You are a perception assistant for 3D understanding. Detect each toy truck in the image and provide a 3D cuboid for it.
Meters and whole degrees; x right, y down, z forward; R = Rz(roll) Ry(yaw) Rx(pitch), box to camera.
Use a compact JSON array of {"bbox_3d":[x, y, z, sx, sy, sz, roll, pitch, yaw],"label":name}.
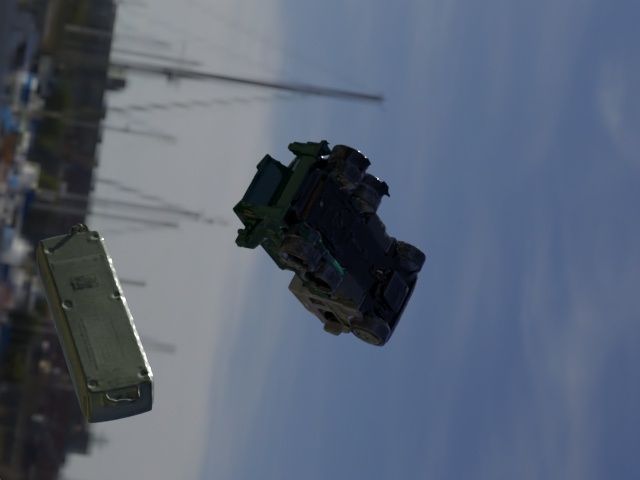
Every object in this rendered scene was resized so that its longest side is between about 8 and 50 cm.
[{"bbox_3d":[0.000,0.000,1.392,0.110,0.116,0.216,-62,142,-20],"label":"toy truck"}]

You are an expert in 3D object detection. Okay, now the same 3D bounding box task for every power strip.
[{"bbox_3d":[-0.240,0.089,1.660,0.052,0.078,0.272,95,-23,-43],"label":"power strip"}]
